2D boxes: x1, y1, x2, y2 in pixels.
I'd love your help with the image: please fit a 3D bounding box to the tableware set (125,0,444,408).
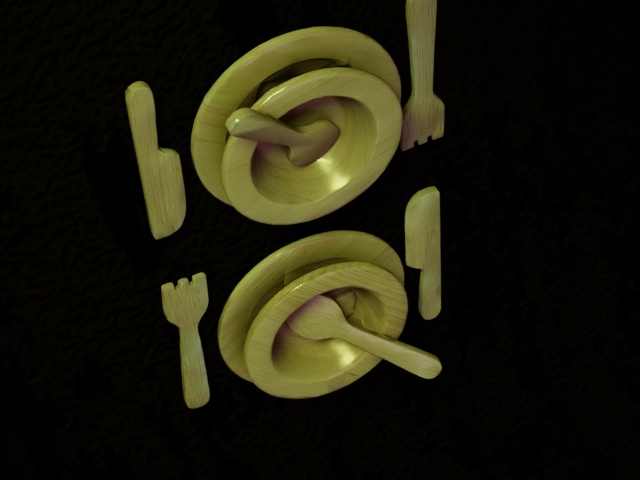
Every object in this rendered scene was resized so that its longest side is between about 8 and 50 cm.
[{"bbox_3d":[0.000,0.000,0.768,0.128,0.039,0.194,-20,138,-14],"label":"tableware set"}]
